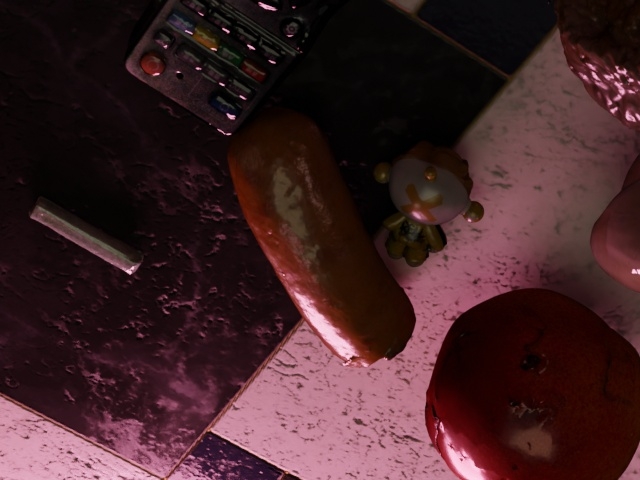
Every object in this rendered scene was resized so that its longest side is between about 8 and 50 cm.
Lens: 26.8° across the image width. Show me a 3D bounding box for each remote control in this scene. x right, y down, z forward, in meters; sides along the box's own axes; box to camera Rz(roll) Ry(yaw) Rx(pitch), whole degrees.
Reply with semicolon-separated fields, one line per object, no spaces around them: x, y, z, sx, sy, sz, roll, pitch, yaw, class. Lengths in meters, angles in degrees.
-0.019;-0.254;1.079;0.144;0.062;0.399;33;127;-14;remote control

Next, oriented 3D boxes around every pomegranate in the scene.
0.209;0.149;1.269;0.210;0.210;0.235;-35;154;30;pomegranate

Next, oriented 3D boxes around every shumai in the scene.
0.313;-0.156;1.039;0.185;0.184;0.218;15;169;-36;shumai

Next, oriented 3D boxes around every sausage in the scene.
-0.002;0.001;1.246;0.108;0.109;0.271;-16;120;21;sausage

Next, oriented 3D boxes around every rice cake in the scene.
-0.231;-0.005;1.331;0.121;0.021;0.022;31;131;-11;rice cake

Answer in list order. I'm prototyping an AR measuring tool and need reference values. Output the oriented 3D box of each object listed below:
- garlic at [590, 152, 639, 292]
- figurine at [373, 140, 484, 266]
0.367;-0.038;1.062;0.279;0.325;0.132;-15;106;-17;garlic
0.088;-0.032;1.232;0.101;0.068;0.143;39;140;-11;figurine
